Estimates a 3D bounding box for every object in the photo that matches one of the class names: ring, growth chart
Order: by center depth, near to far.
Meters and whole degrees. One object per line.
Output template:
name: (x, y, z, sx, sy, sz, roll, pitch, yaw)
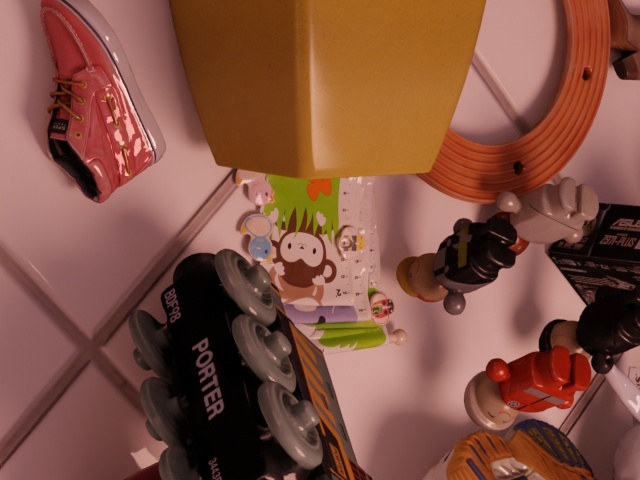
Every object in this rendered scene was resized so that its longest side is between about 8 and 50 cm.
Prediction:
growth chart: (0.000, 0.000, 1.557, 0.172, 0.021, 0.237, -13, 100, -35)
ring: (0.167, -0.205, 1.659, 0.336, 0.032, 0.336, -3, 95, -38)

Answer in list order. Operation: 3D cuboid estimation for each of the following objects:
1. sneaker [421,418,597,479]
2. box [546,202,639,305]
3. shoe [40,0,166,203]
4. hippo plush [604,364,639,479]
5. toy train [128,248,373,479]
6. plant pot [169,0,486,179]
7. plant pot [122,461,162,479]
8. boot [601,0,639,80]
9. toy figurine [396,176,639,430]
sneaker: (0.178, 0.259, 1.671, 0.296, 0.131, 0.112, 12, 41, -52)
box: (0.353, 0.039, 1.723, 0.147, 0.180, 0.077, 49, 67, -28)
shoe: (-0.200, -0.120, 1.370, 0.081, 0.063, 0.178, -44, 122, -31)
hippo plush: (0.435, 0.284, 1.726, 0.234, 0.236, 0.294, 14, 79, -64)
toy train: (-0.050, 0.151, 1.368, 0.142, 0.334, 0.190, -35, 127, 11)
plant pot: (0.002, -0.153, 1.434, 0.212, 0.212, 0.187, -5, 101, -36)
plant pot: (-0.119, 0.289, 1.396, 0.201, 0.201, 0.180, -32, 96, -31)
boot: (0.343, -0.230, 1.787, 0.087, 0.042, 0.118, -28, 111, -39)
toy figurine: (0.202, 0.060, 1.611, 0.213, 0.148, 0.209, -32, 90, -41)
